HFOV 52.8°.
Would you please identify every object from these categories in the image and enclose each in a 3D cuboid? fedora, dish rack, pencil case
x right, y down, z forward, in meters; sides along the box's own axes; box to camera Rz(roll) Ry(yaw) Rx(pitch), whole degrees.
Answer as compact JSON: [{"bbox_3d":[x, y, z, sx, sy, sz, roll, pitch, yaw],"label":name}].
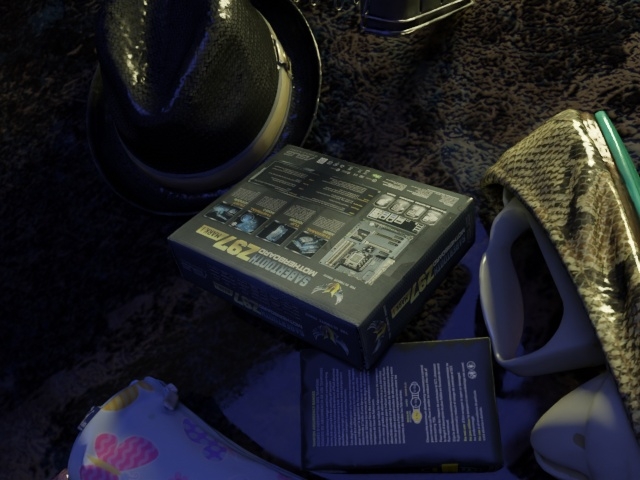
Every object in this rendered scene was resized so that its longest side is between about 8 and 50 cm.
[{"bbox_3d":[-0.158,-0.203,0.733,0.334,0.152,0.334,-4,69,11],"label":"fedora"},{"bbox_3d":[0.023,-0.312,0.732,0.271,0.074,0.208,23,37,26],"label":"dish rack"},{"bbox_3d":[-0.091,0.234,0.580,0.273,0.113,0.124,26,60,20],"label":"pencil case"}]

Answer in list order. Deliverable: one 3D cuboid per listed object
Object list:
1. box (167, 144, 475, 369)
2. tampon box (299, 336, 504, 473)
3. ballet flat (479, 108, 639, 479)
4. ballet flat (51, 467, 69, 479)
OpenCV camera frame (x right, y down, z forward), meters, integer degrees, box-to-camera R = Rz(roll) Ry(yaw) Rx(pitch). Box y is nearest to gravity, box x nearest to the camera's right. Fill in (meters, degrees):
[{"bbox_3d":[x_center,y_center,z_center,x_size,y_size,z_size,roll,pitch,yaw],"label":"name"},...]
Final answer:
[{"bbox_3d":[0.000,0.000,0.610,0.232,0.059,0.183,20,48,34],"label":"box"},{"bbox_3d":[0.071,0.152,0.570,0.161,0.120,0.101,-5,68,10],"label":"tampon box"},{"bbox_3d":[0.224,0.075,0.491,0.182,0.164,0.483,-31,35,20],"label":"ballet flat"},{"bbox_3d":[-0.218,0.324,0.602,0.079,0.077,0.221,-36,61,17],"label":"ballet flat"}]
